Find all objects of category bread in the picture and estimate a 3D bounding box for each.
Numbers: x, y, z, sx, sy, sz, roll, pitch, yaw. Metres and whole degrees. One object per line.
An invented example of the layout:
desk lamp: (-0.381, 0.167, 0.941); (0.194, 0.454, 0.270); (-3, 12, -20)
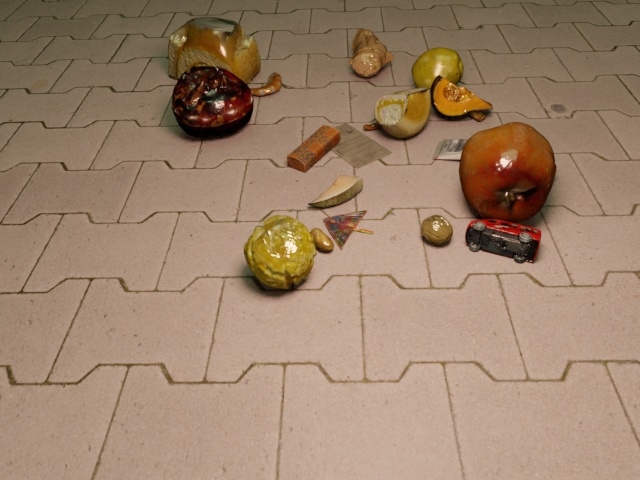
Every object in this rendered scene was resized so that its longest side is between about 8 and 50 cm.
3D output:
bread: (-0.466, -0.790, 2.369); (0.396, 0.263, 0.239); (18, 50, 20)
bread: (0.289, -0.445, 2.027); (0.158, 0.156, 0.261); (7, 24, 43)

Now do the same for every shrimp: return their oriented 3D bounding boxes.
shrimp: (-0.241, -0.636, 2.347); (0.166, 0.049, 0.161); (-5, 42, 9)

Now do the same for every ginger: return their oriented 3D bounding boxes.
ginger: (0.206, -0.807, 2.451); (0.190, 0.126, 0.353); (-9, 43, 0)

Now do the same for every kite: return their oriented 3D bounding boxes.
kite: (0.080, -0.041, 1.679); (0.159, 0.010, 0.190); (19, 47, 20)

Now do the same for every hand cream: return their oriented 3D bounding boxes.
hand cream: (0.551, -0.298, 1.902); (0.341, 0.077, 0.124); (4, 42, 26)

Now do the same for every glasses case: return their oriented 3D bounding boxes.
glasses case: (-0.022, -0.318, 1.959); (0.075, 0.049, 0.218); (23, 50, 26)

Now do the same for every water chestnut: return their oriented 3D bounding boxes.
water chestnut: (-0.386, -0.511, 2.039); (0.300, 0.299, 0.300); (-1, 42, 1)

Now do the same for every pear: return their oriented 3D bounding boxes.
pear: (0.458, -0.656, 2.231); (0.198, 0.198, 0.198); (-1, 42, 1)

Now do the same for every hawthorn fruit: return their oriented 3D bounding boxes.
hawthorn fruit: (0.529, -0.175, 1.629); (0.268, 0.267, 0.300); (5, 50, 9)

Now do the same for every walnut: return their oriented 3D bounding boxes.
walnut: (0.326, -0.030, 1.604); (0.092, 0.092, 0.092); (-1, 42, 1)

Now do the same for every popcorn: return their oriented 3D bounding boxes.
popcorn: (-0.104, 0.027, 1.506); (0.198, 0.197, 0.212); (-13, 18, -11)

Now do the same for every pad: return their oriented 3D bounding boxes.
pad: (0.108, -0.341, 2.018); (0.160, 0.009, 0.265); (-27, 47, -26)

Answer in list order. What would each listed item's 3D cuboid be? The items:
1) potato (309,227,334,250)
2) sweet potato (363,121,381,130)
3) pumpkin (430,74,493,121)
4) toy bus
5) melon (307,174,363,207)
potato: (0.000, 0.000, 1.611); (0.092, 0.046, 0.045); (45, 17, 30)
sweet potato: (0.234, -0.438, 2.096); (0.179, 0.044, 0.044); (-32, 49, -21)
pumpkin: (0.505, -0.501, 2.100); (0.248, 0.125, 0.131); (25, 16, -7)
toy bus: (0.500, -0.009, 1.573); (0.195, 0.081, 0.089); (15, 35, 19)
melon: (0.047, -0.146, 1.770); (0.098, 0.054, 0.182); (20, 45, 31)
